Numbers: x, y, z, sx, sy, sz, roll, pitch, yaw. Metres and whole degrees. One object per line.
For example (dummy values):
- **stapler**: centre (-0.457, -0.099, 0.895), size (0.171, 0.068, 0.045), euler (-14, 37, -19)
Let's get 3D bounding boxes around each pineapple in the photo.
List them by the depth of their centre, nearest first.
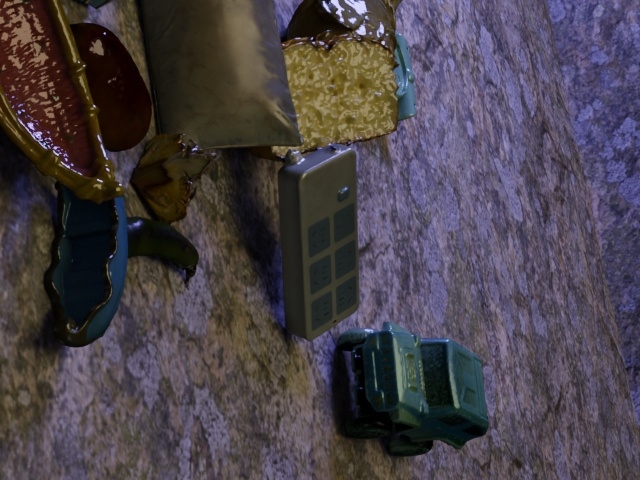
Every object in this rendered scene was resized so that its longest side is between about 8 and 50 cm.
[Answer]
- **pineapple**: centre (-0.167, -0.083, 1.623), size (0.077, 0.114, 0.114), euler (14, 59, -43)

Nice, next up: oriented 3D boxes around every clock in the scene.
- **clock**: centre (0.087, -0.289, 2.331), size (0.211, 0.066, 0.159), euler (25, 54, -60)

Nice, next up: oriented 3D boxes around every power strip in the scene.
- **power strip**: centre (0.000, 0.000, 1.860), size (0.118, 0.046, 0.270), euler (-28, 126, -41)

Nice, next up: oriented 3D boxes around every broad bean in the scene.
- **broad bean**: centre (-0.235, -0.164, 1.531), size (0.114, 0.084, 0.165), euler (-62, 141, -37)
- **broad bean**: centre (-0.192, 0.008, 1.578), size (0.227, 0.039, 0.069), euler (20, 65, -63)

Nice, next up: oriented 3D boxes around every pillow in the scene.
- **pillow**: centre (-0.128, -0.255, 1.745), size (0.185, 0.075, 0.302), euler (-7, 81, -22)

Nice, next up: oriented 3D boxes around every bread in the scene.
- **bread**: centre (-0.027, -0.195, 1.918), size (0.261, 0.147, 0.160), euler (-22, 106, -41)

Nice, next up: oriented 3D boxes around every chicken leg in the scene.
- **chicken leg**: centre (0.061, -0.353, 2.178), size (0.201, 0.153, 0.429), euler (59, 33, -22)

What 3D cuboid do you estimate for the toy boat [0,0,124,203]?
- **toy boat**: centre (-0.285, -0.179, 1.395), size (0.141, 0.099, 0.318), euler (-31, 101, -51)

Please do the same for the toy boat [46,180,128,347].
- **toy boat**: centre (-0.238, 0.020, 1.420), size (0.077, 0.075, 0.185), euler (38, 48, -59)

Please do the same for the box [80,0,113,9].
- **box**: centre (-0.241, -0.322, 1.498), size (0.229, 0.162, 0.041), euler (19, 54, -61)

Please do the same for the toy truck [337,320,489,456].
- **toy truck**: centre (0.136, 0.213, 2.050), size (0.279, 0.156, 0.155), euler (34, 47, -59)
